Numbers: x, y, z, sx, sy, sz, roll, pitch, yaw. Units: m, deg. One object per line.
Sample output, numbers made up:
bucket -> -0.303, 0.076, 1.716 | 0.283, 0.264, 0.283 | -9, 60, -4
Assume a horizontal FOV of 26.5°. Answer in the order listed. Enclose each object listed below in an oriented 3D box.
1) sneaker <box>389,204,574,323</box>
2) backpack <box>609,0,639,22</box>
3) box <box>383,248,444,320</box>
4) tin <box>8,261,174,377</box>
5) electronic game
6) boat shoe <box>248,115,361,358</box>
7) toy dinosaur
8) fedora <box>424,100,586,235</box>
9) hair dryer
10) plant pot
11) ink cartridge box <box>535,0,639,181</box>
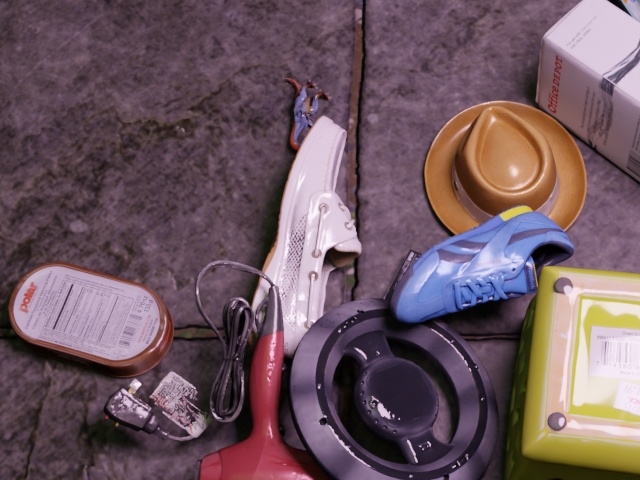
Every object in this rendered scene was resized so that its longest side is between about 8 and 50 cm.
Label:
sneaker -> 0.169, 0.034, 1.402 | 0.209, 0.069, 0.082 | -28, 45, -22
backpack -> 0.438, -0.274, 1.542 | 0.188, 0.144, 0.166 | -22, 59, -7
box -> 0.110, 0.058, 1.487 | 0.067, 0.018, 0.083 | 22, 69, 16
tin -> -0.255, 0.085, 1.508 | 0.189, 0.040, 0.106 | 14, 63, 13
electronic game -> 0.076, 0.163, 1.385 | 0.229, 0.048, 0.229 | 10, 58, -16
boat shoe -> 0.000, 0.000, 1.489 | 0.096, 0.098, 0.277 | 12, 76, 11
toy dinosaur -> -0.019, -0.143, 1.599 | 0.090, 0.047, 0.082 | 18, 74, 50
fedora -> 0.206, -0.085, 1.511 | 0.194, 0.079, 0.194 | -3, 64, 5
hair dryer -> -0.060, 0.181, 1.384 | 0.293, 0.080, 0.224 | 40, 92, 4
plant pot -> 0.299, 0.148, 1.320 | 0.228, 0.207, 0.227 | 6, 66, 10
ink cartridge box -> 0.344, -0.153, 1.487 | 0.208, 0.153, 0.087 | 40, 74, 20
